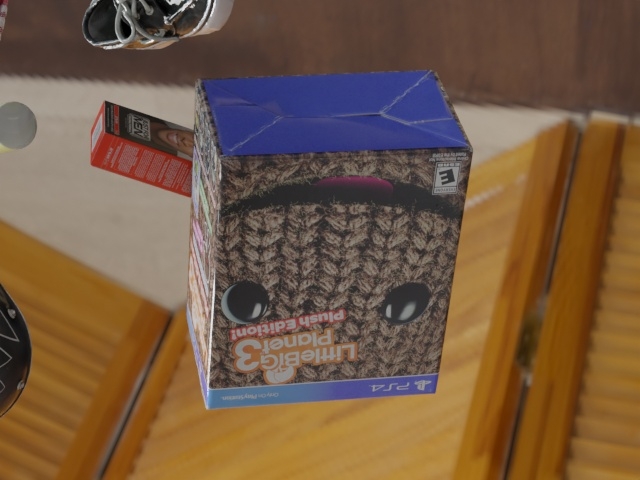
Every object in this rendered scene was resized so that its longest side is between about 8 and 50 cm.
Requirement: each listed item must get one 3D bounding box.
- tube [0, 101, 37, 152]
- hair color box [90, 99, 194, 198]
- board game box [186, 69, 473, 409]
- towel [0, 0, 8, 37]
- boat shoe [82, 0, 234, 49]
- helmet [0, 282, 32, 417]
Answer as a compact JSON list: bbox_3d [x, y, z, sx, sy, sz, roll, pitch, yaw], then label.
[{"bbox_3d":[-0.440,-0.140,2.255,0.240,0.070,0.062,-4,101,57],"label":"tube"},{"bbox_3d":[-0.157,-0.086,1.732,0.141,0.072,0.043,18,119,-18],"label":"hair color box"},{"bbox_3d":[0.000,0.000,1.641,0.232,0.141,0.291,-3,127,-11],"label":"board game box"},{"bbox_3d":[-0.293,-0.132,1.372,0.029,0.197,0.144,31,136,-32],"label":"towel"},{"bbox_3d":[-0.200,-0.287,2.056,0.306,0.105,0.113,-4,97,61],"label":"boat shoe"},{"bbox_3d":[-0.324,0.083,1.403,0.169,0.161,0.169,-8,111,-21],"label":"helmet"}]
